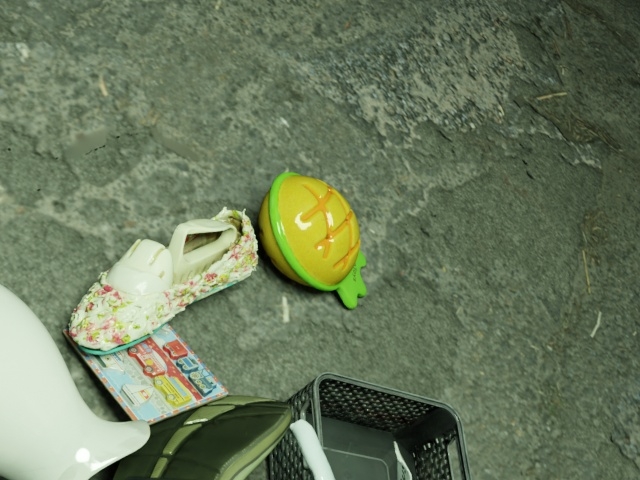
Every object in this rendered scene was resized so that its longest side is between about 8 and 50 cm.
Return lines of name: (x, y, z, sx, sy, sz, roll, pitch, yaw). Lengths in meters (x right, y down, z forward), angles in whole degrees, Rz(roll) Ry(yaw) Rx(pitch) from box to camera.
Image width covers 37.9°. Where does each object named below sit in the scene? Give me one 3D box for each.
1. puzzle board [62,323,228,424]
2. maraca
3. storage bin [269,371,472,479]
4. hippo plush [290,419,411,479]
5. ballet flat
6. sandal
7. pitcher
puzzle board: (-0.156, 0.108, 0.834, 0.096, 0.011, 0.128, -14, 46, -44)
maraca: (0.000, 0.000, 1.019, 0.185, 0.099, 0.127, 41, 43, -44)
storage bin: (0.048, 0.211, 0.885, 0.180, 0.084, 0.122, 18, 48, -29)
hippo plush: (0.029, 0.330, 0.654, 0.236, 0.234, 0.294, -35, 114, -36)
ballet flat: (-0.145, 0.025, 0.881, 0.091, 0.077, 0.241, 20, 28, 24)
sandal: (-0.113, 0.217, 0.754, 0.120, 0.086, 0.303, 4, 26, 18)
pitcher: (-0.259, 0.135, 0.695, 0.207, 0.125, 0.178, 47, 58, -12)
